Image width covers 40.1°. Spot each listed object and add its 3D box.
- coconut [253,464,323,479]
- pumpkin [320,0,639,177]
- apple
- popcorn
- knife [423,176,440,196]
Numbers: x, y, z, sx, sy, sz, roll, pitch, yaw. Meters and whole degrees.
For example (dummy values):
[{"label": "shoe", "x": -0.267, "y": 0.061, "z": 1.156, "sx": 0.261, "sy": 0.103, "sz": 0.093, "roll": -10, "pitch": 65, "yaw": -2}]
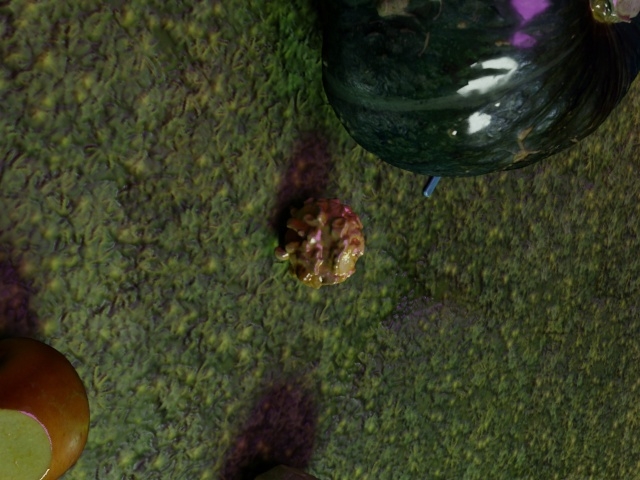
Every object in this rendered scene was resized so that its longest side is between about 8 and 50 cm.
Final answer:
[{"label": "coconut", "x": -0.027, "y": 0.283, "z": 0.828, "sx": 0.116, "sy": 0.116, "sz": 0.122, "roll": 35, "pitch": 74, "yaw": -42}, {"label": "pumpkin", "x": 0.135, "y": -0.155, "z": 0.732, "sx": 0.293, "sy": 0.263, "sz": 0.196, "roll": -21, "pitch": 123, "yaw": -34}, {"label": "apple", "x": -0.222, "y": 0.123, "z": 0.617, "sx": 0.114, "sy": 0.099, "sz": 0.102, "roll": -13, "pitch": 108, "yaw": -10}, {"label": "popcorn", "x": 0.000, "y": 0.000, "z": 0.788, "sx": 0.082, "sy": 0.083, "sz": 0.057, "roll": -49, "pitch": 172, "yaw": 24}, {"label": "knife", "x": 0.131, "y": -0.085, "z": 0.920, "sx": 0.014, "sy": 0.005, "sz": 0.091, "roll": 42, "pitch": 75, "yaw": -43}]
